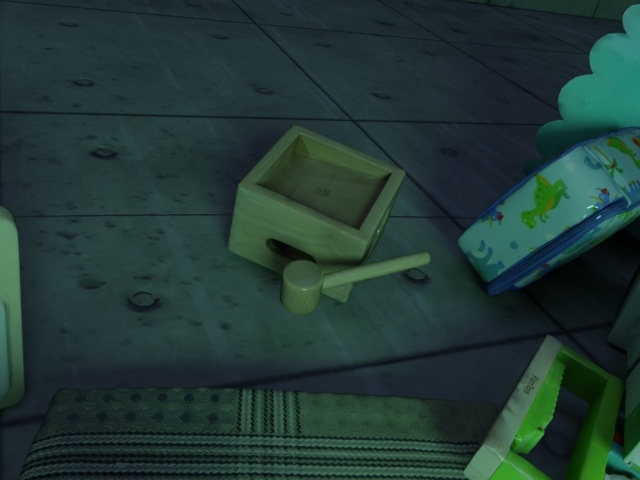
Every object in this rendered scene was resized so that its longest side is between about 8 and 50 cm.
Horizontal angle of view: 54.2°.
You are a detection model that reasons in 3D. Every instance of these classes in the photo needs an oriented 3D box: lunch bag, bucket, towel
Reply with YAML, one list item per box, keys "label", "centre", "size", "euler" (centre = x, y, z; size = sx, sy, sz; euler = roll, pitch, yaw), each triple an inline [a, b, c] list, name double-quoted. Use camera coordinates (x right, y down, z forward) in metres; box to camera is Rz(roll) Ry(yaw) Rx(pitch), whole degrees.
- label: "lunch bag"
  centre: [0.255, -0.029, 0.649]
  size: [0.219, 0.176, 0.090]
  euler: [-18, 71, -43]
- label: "bucket"
  centre: [0.414, -0.138, 0.791]
  size: [0.183, 0.281, 0.281]
  euler: [40, 40, 23]
- label: "towel"
  centre: [-0.008, 0.201, 0.317]
  size: [0.324, 0.056, 0.312]
  euler: [4, 30, -10]

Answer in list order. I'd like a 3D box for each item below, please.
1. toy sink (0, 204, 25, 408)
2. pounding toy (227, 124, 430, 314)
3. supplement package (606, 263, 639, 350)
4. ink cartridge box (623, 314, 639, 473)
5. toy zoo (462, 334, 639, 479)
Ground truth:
- label: "toy sink"
  centre: [-0.262, 0.026, 0.391]
  size: [0.131, 0.153, 0.234]
  euler: [-5, 35, -27]
- label: "pounding toy"
  centre: [0.006, 0.007, 0.583]
  size: [0.181, 0.094, 0.206]
  euler: [24, 42, 8]
- label: "supplement package"
  centre: [0.439, 0.047, 0.561]
  size: [0.261, 0.204, 0.145]
  euler: [29, 34, 23]
- label: "ink cartridge box"
  centre: [0.310, 0.114, 0.436]
  size: [0.160, 0.093, 0.219]
  euler: [32, 27, 14]
- label: "toy zoo"
  centre: [0.249, 0.185, 0.395]
  size: [0.293, 0.030, 0.192]
  euler: [34, 27, 19]
